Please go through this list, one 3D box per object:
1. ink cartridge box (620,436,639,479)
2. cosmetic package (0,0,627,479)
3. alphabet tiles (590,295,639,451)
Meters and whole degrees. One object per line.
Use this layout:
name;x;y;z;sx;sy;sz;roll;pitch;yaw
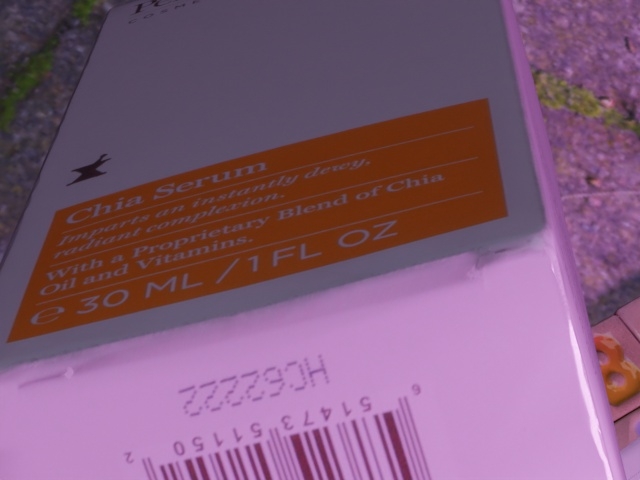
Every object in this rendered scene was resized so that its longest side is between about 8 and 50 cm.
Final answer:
ink cartridge box;0.109;0.169;0.794;0.209;0.062;0.109;-31;68;-25
cosmetic package;0.000;0.000;0.900;0.230;0.161;0.453;-15;22;7
alphabet tiles;0.248;0.184;1.087;0.285;0.011;0.342;-27;67;-23
